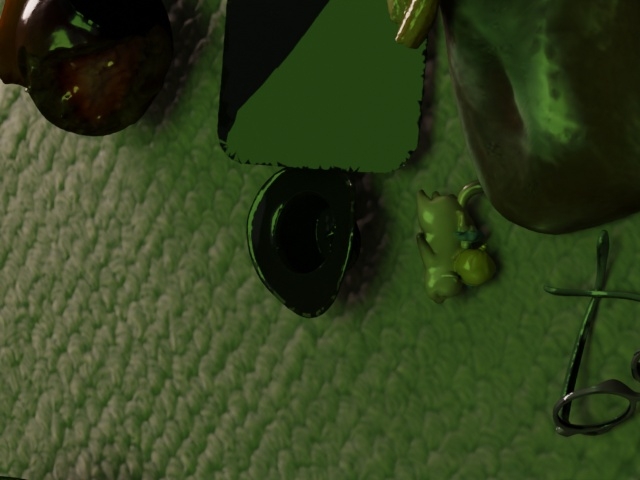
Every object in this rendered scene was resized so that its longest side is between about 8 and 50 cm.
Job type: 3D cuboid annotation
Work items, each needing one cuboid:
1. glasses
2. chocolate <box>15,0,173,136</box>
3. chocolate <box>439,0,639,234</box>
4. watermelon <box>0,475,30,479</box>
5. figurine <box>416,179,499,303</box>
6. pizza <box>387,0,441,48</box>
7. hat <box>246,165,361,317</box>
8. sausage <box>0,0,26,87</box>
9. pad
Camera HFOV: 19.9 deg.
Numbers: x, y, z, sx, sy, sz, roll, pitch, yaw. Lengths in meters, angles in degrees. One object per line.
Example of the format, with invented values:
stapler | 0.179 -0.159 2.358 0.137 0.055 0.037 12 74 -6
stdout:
glasses | 0.195 0.056 1.195 0.140 0.063 0.103 -41 43 34
chocolate | -0.180 -0.146 1.430 0.124 0.127 0.133 29 126 -7
chocolate | 0.139 -0.133 1.203 0.157 0.080 0.253 -20 77 41
watermelon | -0.266 0.318 1.460 0.269 0.269 0.268 1 91 42
figurine | 0.096 0.001 1.272 0.051 0.047 0.083 -6 91 31
pizza | 0.064 -0.209 1.220 0.099 0.036 0.160 20 94 58
hat | 0.000 0.000 1.348 0.121 0.050 0.121 -11 73 43
sausage | -0.187 -0.250 1.487 0.083 0.089 0.300 36 114 28
pad | -0.054 -0.180 1.390 0.323 0.055 0.249 4 89 44
